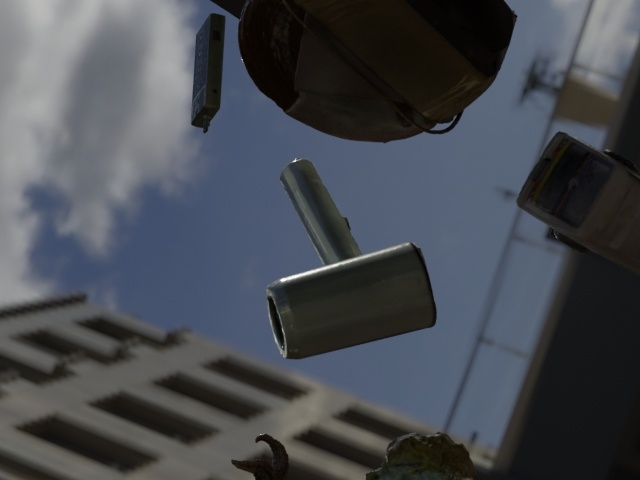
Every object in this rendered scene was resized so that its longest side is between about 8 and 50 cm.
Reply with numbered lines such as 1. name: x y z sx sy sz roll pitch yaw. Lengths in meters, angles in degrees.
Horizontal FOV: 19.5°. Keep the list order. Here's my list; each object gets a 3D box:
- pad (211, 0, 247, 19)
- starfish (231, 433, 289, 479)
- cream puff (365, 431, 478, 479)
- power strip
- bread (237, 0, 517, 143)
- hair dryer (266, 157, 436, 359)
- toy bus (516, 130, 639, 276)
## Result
1. pad: -0.162 -0.459 2.720 0.367 0.007 0.247 28 -125 -43
2. starfish: -0.046 0.193 1.444 0.078 0.028 0.091 -64 -33 -29
3. cream puff: 0.121 0.277 1.970 0.121 0.156 0.156 23 -93 -52
4. power strip: -0.117 -0.172 1.933 0.051 0.019 0.136 137 141 -55
5. bread: 0.035 -0.175 1.563 0.212 0.224 0.142 -23 36 44
6. hair dryer: 0.000 0.000 1.585 0.236 0.131 0.073 -114 15 -47
7. toy bus: 0.296 0.002 1.592 0.268 0.106 0.092 27 -84 -31
